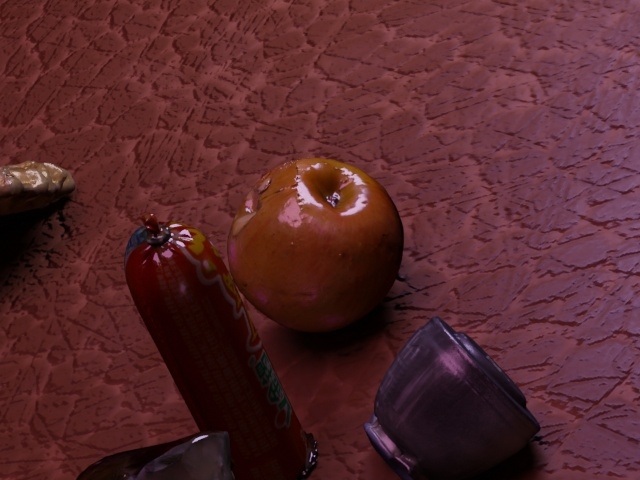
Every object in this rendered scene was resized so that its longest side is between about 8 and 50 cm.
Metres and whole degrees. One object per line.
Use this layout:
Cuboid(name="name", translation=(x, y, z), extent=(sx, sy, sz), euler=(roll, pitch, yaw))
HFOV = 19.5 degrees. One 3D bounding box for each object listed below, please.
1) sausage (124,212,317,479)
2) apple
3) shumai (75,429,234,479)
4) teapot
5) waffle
Cuboid(name="sausage", translation=(-0.078, 0.080, 1.341), extent=(0.083, 0.264, 0.083), euler=(-14, 39, 11))
Cuboid(name="apple", translation=(0.000, 0.000, 1.489), extent=(0.146, 0.146, 0.146), euler=(-17, 37, 14))
Cuboid(name="shumai", translation=(-0.093, 0.266, 1.177), extent=(0.222, 0.204, 0.272), euler=(-22, 40, 9))
Cuboid(name="teapot", translation=(0.077, 0.115, 1.332), extent=(0.108, 0.111, 0.149), euler=(-43, 42, 3))
Cuboid(name="waffle", translation=(-0.370, -0.041, 1.755), extent=(0.250, 0.056, 0.261), euler=(-2, 4, 30))
